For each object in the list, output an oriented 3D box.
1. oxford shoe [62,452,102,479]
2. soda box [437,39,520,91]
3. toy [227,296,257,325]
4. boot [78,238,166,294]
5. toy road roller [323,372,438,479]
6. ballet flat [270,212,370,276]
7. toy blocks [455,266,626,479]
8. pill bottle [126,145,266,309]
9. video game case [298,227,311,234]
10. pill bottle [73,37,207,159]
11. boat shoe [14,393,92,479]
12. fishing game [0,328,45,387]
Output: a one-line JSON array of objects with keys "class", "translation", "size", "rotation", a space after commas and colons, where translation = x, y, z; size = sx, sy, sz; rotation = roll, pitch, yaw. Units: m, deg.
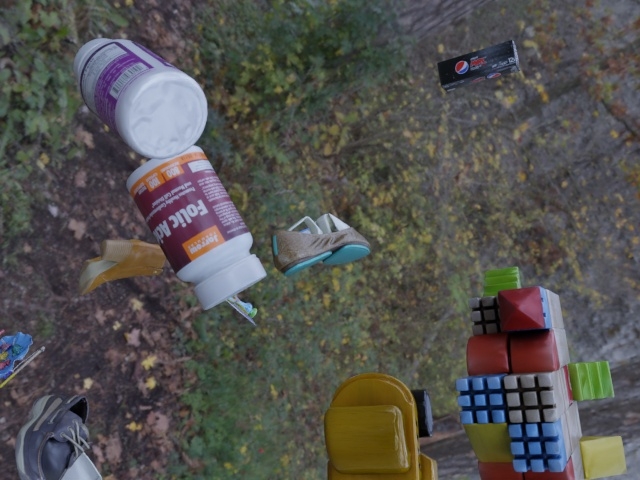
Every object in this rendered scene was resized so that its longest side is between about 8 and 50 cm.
[{"class": "oxford shoe", "translation": [-0.618, 0.732, 1.551], "size": [0.169, 0.130, 0.449], "rotation": [-27, 98, -50]}, {"class": "soda box", "translation": [0.350, -0.386, 1.295], "size": [0.053, 0.169, 0.060], "rotation": [4, 77, -63]}, {"class": "toy", "translation": [-0.277, 0.152, 1.796], "size": [0.237, 0.056, 0.137], "rotation": [51, -4, -29]}, {"class": "boot", "translation": [-0.619, 0.096, 1.835], "size": [0.211, 0.295, 0.104], "rotation": [12, 50, -39]}, {"class": "toy road roller", "translation": [0.100, 0.413, 1.076], "size": [0.240, 0.203, 0.329], "rotation": [47, 39, -64]}, {"class": "ballet flat", "translation": [0.000, 0.000, 1.379], "size": [0.342, 0.116, 0.124], "rotation": [-10, 71, -52]}, {"class": "toy blocks", "translation": [0.247, 0.206, 0.705], "size": [0.261, 0.191, 0.381], "rotation": [17, 65, -61]}, {"class": "pill bottle", "translation": [-0.319, -0.031, 1.535], "size": [0.392, 0.224, 0.224], "rotation": [59, 20, 3]}, {"class": "video game case", "translation": [-0.011, 0.010, 1.961], "size": [0.166, 0.015, 0.119], "rotation": [-23, 100, -42]}, {"class": "pill bottle", "translation": [-0.362, -0.288, 1.127], "size": [0.301, 0.169, 0.169], "rotation": [38, 2, 38]}, {"class": "boat shoe", "translation": [-0.614, 0.458, 1.364], "size": [0.355, 0.130, 0.132], "rotation": [-132, -153, -65]}, {"class": "fishing game", "translation": [-0.843, 0.302, 1.513], "size": [0.189, 0.264, 0.041], "rotation": [-45, 128, -32]}]
